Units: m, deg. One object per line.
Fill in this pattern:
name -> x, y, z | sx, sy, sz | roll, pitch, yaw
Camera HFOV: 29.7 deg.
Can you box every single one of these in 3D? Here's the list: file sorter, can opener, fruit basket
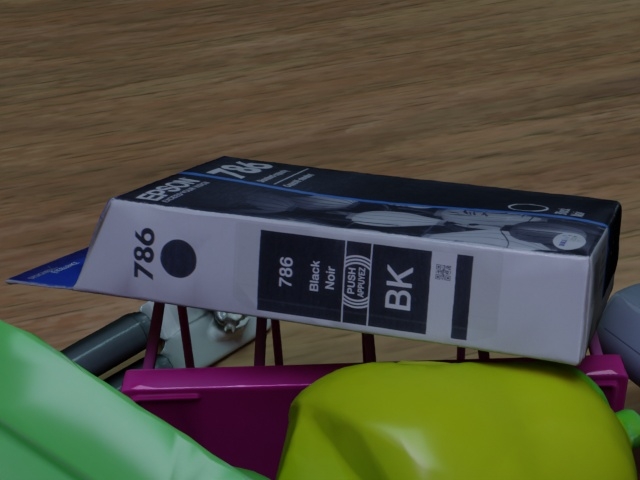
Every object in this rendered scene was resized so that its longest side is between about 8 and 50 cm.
file sorter -> 0.034, 0.109, 0.817 | 0.291, 0.202, 0.182 | -2, 36, 1
can opener -> -0.155, 0.097, 0.968 | 0.280, 0.074, 0.093 | -32, 11, -34
fruit basket -> -0.022, 0.161, 0.595 | 0.283, 0.392, 0.392 | 31, 46, 10

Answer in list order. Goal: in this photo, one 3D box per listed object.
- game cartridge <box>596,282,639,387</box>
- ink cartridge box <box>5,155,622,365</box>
game cartridge -> 0.322, 0.097, 0.832 | 0.294, 0.060, 0.196 | 7, 29, -43
ink cartridge box -> 0.000, 0.000, 0.709 | 0.333, 0.065, 0.165 | 6, 14, 17
